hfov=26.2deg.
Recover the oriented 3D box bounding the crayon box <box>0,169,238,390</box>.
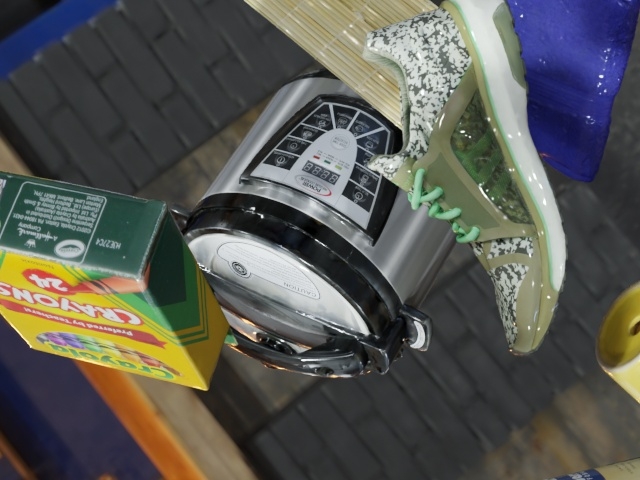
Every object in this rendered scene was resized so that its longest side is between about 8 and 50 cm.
[{"bbox_3d":[-0.208,0.052,1.312,0.202,0.081,0.318,11,157,15],"label":"crayon box"}]

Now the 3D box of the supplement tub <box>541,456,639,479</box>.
[{"bbox_3d":[0.346,0.357,1.517,0.228,0.316,0.228,168,90,-85],"label":"supplement tub"}]

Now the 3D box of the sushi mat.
[{"bbox_3d":[0.043,-0.280,1.721,0.316,0.151,0.019,41,170,12],"label":"sushi mat"}]

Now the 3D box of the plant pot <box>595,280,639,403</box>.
[{"bbox_3d":[0.574,0.183,2.154,0.239,0.254,0.254,29,170,-19],"label":"plant pot"}]

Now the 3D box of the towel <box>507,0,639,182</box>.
[{"bbox_3d":[0.327,-0.253,1.965,0.228,0.076,0.308,25,133,21],"label":"towel"}]

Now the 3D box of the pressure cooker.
[{"bbox_3d":[0.002,0.004,2.037,0.375,0.420,0.370,46,150,-24],"label":"pressure cooker"}]

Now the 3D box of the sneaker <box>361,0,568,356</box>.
[{"bbox_3d":[0.143,-0.068,1.497,0.158,0.182,0.410,130,128,-81],"label":"sneaker"}]
